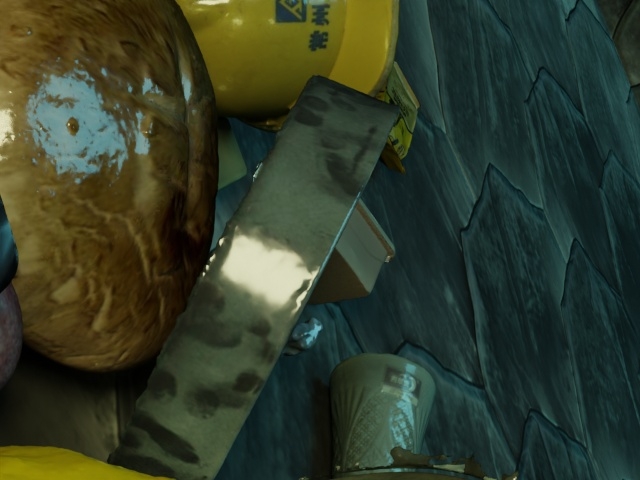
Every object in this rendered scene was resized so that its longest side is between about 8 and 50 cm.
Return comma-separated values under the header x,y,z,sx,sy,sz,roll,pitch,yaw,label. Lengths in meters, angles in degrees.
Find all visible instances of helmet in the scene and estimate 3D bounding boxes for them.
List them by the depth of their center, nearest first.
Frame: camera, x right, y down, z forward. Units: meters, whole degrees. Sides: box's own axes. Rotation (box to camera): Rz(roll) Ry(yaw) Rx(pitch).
x,y,z,sx,sy,sz,roll,pitch,yaw,label
-0.077,-0.177,1.023,0.140,0.257,0.205,-10,105,-39,helmet

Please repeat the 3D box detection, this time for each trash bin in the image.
x,y,z,sx,sy,sz,roll,pitch,yaw,label
-0.098,-0.066,1.086,0.061,0.043,0.092,69,23,-5,trash bin

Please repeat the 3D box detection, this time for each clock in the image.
x,y,z,sx,sy,sz,roll,pitch,yaw,label
-0.045,0.039,0.856,0.061,0.313,0.313,27,34,-1,clock

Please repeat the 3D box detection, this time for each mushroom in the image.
x,y,z,sx,sy,sz,roll,pitch,yaw,label
-0.142,-0.053,0.863,0.278,0.146,0.278,-10,90,-66,mushroom

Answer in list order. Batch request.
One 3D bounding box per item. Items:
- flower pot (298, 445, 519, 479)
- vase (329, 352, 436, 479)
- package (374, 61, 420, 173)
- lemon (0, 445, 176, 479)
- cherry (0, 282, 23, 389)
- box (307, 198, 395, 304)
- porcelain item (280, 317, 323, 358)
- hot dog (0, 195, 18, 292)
x,y,z,sx,sy,sz,roll,pitch,yaw,label
0.034,0.310,0.870,0.290,0.290,0.259,-43,123,-63,flower pot
0.043,0.211,1.141,0.096,0.096,0.219,50,35,-39,vase
0.070,-0.130,1.473,0.071,0.047,0.131,58,29,-33,package
-0.128,0.223,0.605,0.233,0.233,0.288,-39,113,-64,lemon
-0.203,0.088,0.719,0.107,0.090,0.226,-16,102,-58,cherry
0.000,0.000,1.197,0.122,0.089,0.062,54,40,-34,box
-0.036,0.080,1.068,0.036,0.083,0.028,-10,85,-69,porcelain item
-0.279,-0.094,0.611,0.194,0.107,0.326,-27,106,-28,hot dog
